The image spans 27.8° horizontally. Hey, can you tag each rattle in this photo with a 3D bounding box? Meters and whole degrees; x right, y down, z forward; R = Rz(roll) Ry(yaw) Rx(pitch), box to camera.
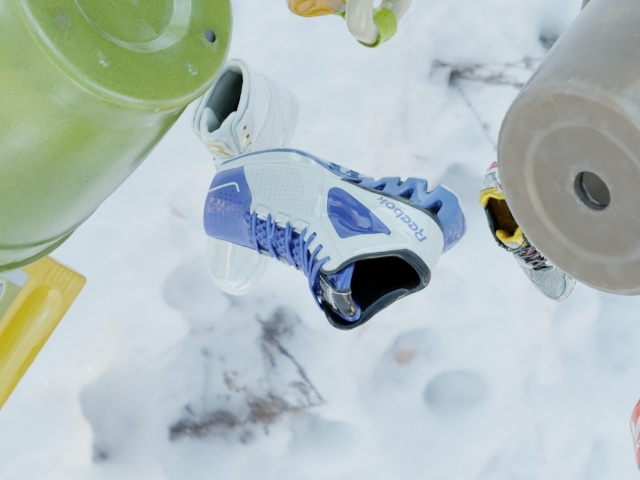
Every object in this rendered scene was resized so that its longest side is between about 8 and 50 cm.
[{"bbox_3d":[0.034,-0.312,1.377,0.130,0.143,0.200,-40,150,-15],"label":"rattle"}]

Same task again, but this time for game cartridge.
[{"bbox_3d":[-0.491,0.102,1.690,0.285,0.052,0.323,-57,139,-3],"label":"game cartridge"}]

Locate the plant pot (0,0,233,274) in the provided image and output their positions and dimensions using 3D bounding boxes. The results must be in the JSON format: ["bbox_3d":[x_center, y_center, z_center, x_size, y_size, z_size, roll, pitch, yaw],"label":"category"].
[{"bbox_3d":[-0.279,-0.185,1.255,0.366,0.353,0.367,16,65,-37],"label":"plant pot"}]

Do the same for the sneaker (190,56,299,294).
[{"bbox_3d":[-0.120,-0.086,1.659,0.169,0.108,0.293,30,67,-62],"label":"sneaker"}]

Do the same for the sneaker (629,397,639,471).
[{"bbox_3d":[0.417,0.150,1.062,0.350,0.148,0.131,-5,132,-18],"label":"sneaker"}]

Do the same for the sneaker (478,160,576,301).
[{"bbox_3d":[0.290,-0.002,1.859,0.225,0.088,0.093,56,40,-15],"label":"sneaker"}]

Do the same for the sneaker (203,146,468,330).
[{"bbox_3d":[0.001,0.000,1.504,0.182,0.315,0.127,-66,159,-47],"label":"sneaker"}]

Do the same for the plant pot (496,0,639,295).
[{"bbox_3d":[0.238,-0.083,0.846,0.229,0.263,0.263,-33,118,-33],"label":"plant pot"}]
